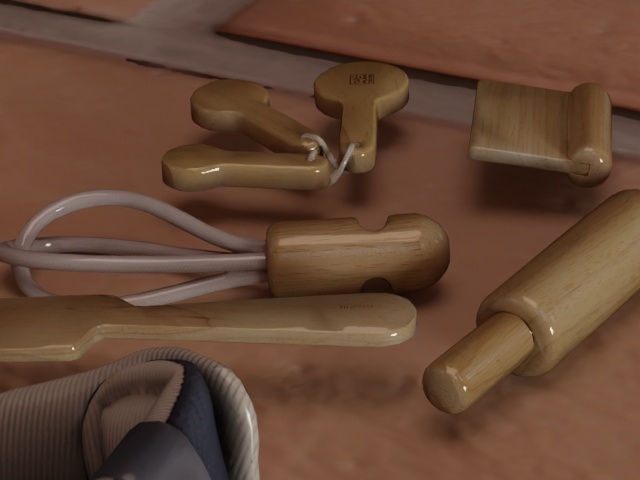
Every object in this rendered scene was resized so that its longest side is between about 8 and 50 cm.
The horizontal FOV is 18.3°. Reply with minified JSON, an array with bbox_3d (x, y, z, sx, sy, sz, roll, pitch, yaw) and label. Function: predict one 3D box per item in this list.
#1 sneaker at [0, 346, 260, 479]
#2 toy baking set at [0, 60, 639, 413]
[{"bbox_3d":[0.007,0.110,0.334,0.226,0.163,0.086,11,31,17],"label":"sneaker"},{"bbox_3d":[0.007,0.001,0.656,0.197,0.030,0.256,14,33,29],"label":"toy baking set"}]
